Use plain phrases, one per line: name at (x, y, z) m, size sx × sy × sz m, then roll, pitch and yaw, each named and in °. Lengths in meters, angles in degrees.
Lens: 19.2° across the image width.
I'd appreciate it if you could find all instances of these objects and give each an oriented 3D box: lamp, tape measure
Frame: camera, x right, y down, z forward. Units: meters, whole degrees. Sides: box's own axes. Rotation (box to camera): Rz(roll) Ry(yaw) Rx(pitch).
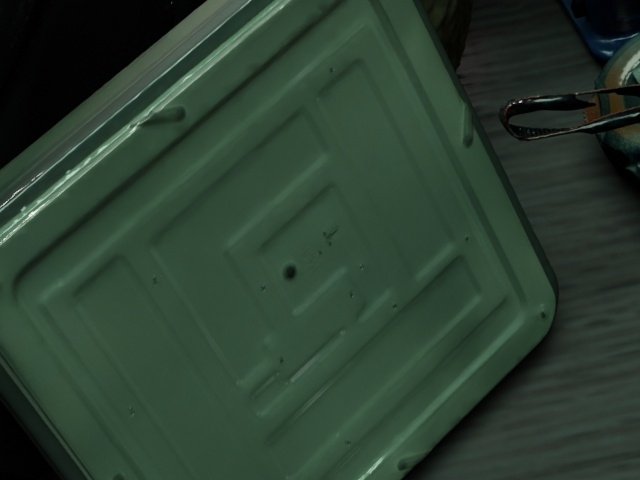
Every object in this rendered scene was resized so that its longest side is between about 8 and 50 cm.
lamp at (-0.023, 0.023, 0.891) m, size 0.266 × 0.269 × 0.047 m, roll -43°, pitch 36°, yaw -18°
tape measure at (0.163, -0.086, 0.981) m, size 0.104 × 0.179 × 0.107 m, roll -46°, pitch 48°, yaw 20°

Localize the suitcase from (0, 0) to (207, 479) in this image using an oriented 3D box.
suitcase at (-0.199, -0.083, 0.942) m, size 0.188 × 0.339 × 0.345 m, roll 8°, pitch 59°, yaw 20°

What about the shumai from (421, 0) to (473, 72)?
shumai at (0.014, -0.159, 1.016) m, size 0.152 × 0.161 × 0.210 m, roll 15°, pitch 79°, yaw 1°

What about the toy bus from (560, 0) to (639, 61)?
toy bus at (0.156, -0.266, 1.092) m, size 0.138 × 0.175 × 0.288 m, roll -25°, pitch 57°, yaw 1°
